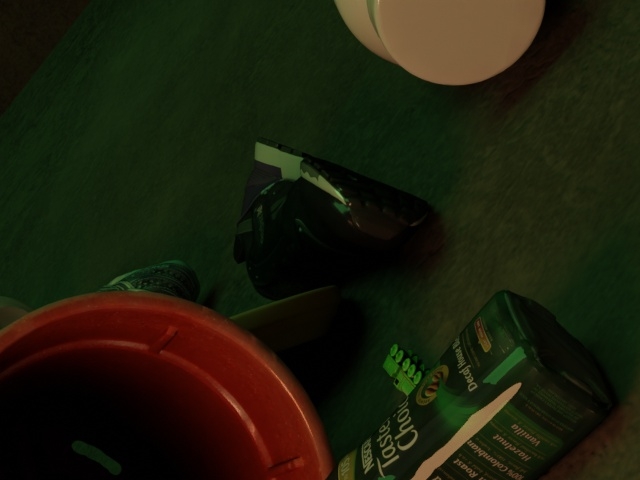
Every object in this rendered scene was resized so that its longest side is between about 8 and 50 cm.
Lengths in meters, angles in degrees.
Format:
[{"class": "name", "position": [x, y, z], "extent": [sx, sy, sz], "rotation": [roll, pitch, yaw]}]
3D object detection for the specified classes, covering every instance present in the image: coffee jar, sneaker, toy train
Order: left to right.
[{"class": "sneaker", "position": [-0.210, 0.101, 1.530], "extent": [0.283, 0.110, 0.122], "rotation": [-26, 17, 48]}, {"class": "sneaker", "position": [0.000, 0.000, 1.230], "extent": [0.283, 0.107, 0.124], "rotation": [-150, 79, -73]}, {"class": "toy train", "position": [0.062, 0.094, 1.033], "extent": [0.024, 0.017, 0.083], "rotation": [-63, 20, 8]}, {"class": "coffee jar", "position": [0.076, 0.122, 0.871], "extent": [0.184, 0.079, 0.096], "rotation": [-49, 22, 16]}]

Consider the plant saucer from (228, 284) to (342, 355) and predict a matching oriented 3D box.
[{"class": "plant saucer", "position": [-0.074, 0.085, 1.177], "extent": [0.200, 0.037, 0.200], "rotation": [-20, -4, -1]}]

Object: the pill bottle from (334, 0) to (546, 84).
[{"class": "pill bottle", "position": [0.089, -0.245, 1.258], "extent": [0.176, 0.176, 0.318], "rotation": [-48, 22, 18]}]

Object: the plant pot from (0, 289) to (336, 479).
[{"class": "plant pot", "position": [-0.161, 0.196, 1.042], "extent": [0.272, 0.272, 0.265], "rotation": [-65, 13, -24]}]

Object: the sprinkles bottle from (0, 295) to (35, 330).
[{"class": "sprinkles bottle", "position": [-0.451, 0.220, 1.807], "extent": [0.355, 0.121, 0.121], "rotation": [-45, 23, 25]}]
